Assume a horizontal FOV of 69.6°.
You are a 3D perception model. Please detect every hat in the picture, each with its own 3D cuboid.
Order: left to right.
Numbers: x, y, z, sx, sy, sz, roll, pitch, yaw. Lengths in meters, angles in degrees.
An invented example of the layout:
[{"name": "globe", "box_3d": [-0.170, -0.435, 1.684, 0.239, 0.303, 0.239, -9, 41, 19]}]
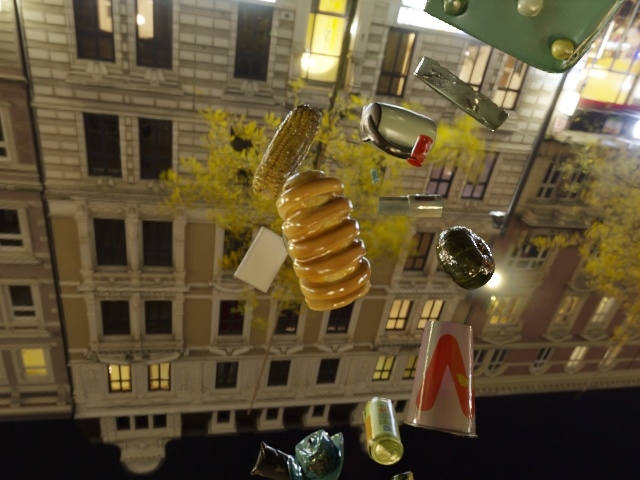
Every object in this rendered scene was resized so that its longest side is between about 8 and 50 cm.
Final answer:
[{"name": "hat", "box_3d": [-0.012, 0.472, 1.028, 0.138, 0.078, 0.191, -25, -175, -2]}]

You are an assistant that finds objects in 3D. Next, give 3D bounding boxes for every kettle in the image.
[{"name": "kettle", "box_3d": [0.257, -0.354, 1.555, 0.236, 0.161, 0.221, 14, -134, -26]}]

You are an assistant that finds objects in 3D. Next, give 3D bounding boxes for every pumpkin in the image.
[{"name": "pumpkin", "box_3d": [0.472, 0.058, 1.515, 0.223, 0.157, 0.224, 38, -150, -27]}]

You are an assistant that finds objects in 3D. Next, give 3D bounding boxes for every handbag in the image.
[{"name": "handbag", "box_3d": [0.318, -0.405, 0.664, 0.274, 0.269, 0.100, 29, -140, 5]}]

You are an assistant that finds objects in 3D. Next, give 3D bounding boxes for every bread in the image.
[{"name": "bread", "box_3d": [0.010, -0.001, 1.013, 0.172, 0.311, 0.121, -23, -167, -21]}]

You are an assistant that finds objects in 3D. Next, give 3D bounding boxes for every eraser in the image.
[{"name": "eraser", "box_3d": [-0.268, 0.092, 2.185, 0.174, 0.270, 0.094, 31, 171, -19]}]

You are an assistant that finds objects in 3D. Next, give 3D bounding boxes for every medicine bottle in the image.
[{"name": "medicine bottle", "box_3d": [0.214, 0.653, 1.609, 0.124, 0.124, 0.239, 9, -165, -2]}]

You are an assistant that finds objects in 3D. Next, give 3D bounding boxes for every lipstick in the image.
[{"name": "lipstick", "box_3d": [0.357, -0.138, 1.843, 0.252, 0.078, 0.079, 1, -143, 7]}]

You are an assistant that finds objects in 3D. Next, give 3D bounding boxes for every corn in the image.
[{"name": "corn", "box_3d": [-0.090, -0.252, 1.275, 0.115, 0.115, 0.318, 18, -117, 14]}]

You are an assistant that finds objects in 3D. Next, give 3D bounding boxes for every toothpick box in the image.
[{"name": "toothpick box", "box_3d": [0.274, -0.246, 1.270, 0.047, 0.083, 0.047, 25, 174, 3]}]

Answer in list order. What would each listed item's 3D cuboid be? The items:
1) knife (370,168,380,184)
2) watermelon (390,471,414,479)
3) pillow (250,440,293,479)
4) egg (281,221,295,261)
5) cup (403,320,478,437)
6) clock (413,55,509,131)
[{"name": "knife", "box_3d": [0.161, -0.187, 1.352, 0.027, 0.096, 0.010, -30, -111, 3]}, {"name": "watermelon", "box_3d": [0.236, 0.752, 1.323, 0.119, 0.245, 0.063, -17, -149, -8]}, {"name": "pillow", "box_3d": [-0.119, 0.656, 1.334, 0.150, 0.048, 0.090, 24, -151, -2]}, {"name": "egg", "box_3d": [0.000, 0.000, 2.014, 0.201, 0.337, 0.337, -29, -134, -30]}, {"name": "cup", "box_3d": [0.346, 0.379, 1.283, 0.202, 0.203, 0.289, 10, -108, 0]}, {"name": "clock", "box_3d": [0.301, -0.315, 0.992, 0.226, 0.049, 0.226, 31, -157, -14]}]
